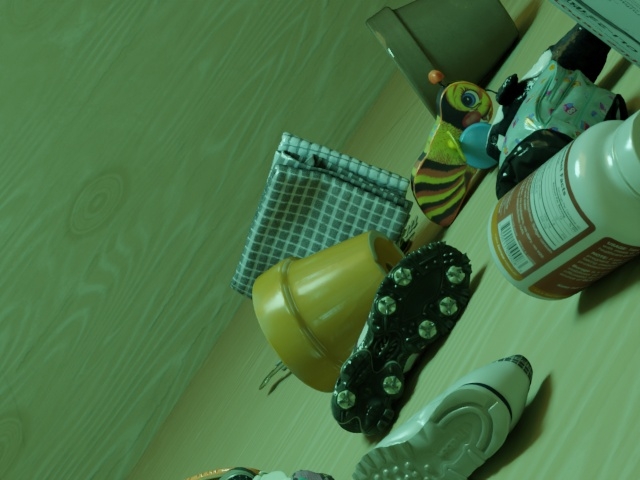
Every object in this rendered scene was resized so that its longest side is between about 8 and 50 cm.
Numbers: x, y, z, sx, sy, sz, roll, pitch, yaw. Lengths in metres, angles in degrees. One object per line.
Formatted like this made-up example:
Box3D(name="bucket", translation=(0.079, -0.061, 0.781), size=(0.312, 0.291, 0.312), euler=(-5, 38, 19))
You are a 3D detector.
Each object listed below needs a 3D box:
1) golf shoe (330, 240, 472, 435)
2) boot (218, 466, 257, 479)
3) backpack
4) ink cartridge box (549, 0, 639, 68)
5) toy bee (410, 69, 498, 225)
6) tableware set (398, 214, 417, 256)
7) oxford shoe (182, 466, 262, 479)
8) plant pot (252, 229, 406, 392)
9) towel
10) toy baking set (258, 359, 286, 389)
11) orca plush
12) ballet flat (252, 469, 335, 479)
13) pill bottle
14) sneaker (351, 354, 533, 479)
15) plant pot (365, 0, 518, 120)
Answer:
Box3D(name="golf shoe", translation=(0.093, 0.120, 1.556), size=(0.273, 0.105, 0.120), euler=(-56, 0, -10))
Box3D(name="boot", translation=(-0.166, 0.459, 1.765), size=(0.236, 0.085, 0.178), euler=(-55, 10, 8))
Box3D(name="backpack", translation=(0.276, -0.121, 1.401), size=(0.182, 0.115, 0.152), euler=(-58, 5, -39))
Box3D(name="ink cartridge box", translation=(0.345, -0.248, 1.202), size=(0.114, 0.197, 0.273), euler=(-55, 7, 6))
Box3D(name="toy bee", translation=(0.213, -0.182, 1.883), size=(0.298, 0.162, 0.195), euler=(-57, 6, -14))
Box3D(name="tableware set", translation=(0.124, 0.015, 2.097), size=(0.104, 0.024, 0.154), euler=(-51, 9, 29))
Box3D(name="oxford shoe", translation=(-0.208, 0.481, 1.936), size=(0.363, 0.130, 0.133), euler=(-43, 46, 31))
Box3D(name="plant pot", translation=(0.037, 0.086, 1.759), size=(0.188, 0.205, 0.205), euler=(-36, 15, 21))
Box3D(name="towel", translation=(0.000, 0.000, 1.925), size=(0.121, 0.235, 0.284), euler=(-62, -6, -58))
Box3D(name="toy baking set", translation=(-0.029, 0.187, 2.308), size=(0.256, 0.030, 0.197), euler=(-56, 5, -8))
Box3D(name="orca plush", translation=(0.335, -0.191, 1.578), size=(0.287, 0.102, 0.151), euler=(-43, -34, 14))
Box3D(name="ballet flat", translation=(-0.050, 0.334, 1.590), size=(0.077, 0.079, 0.221), euler=(-60, 9, -28))
Box3D(name="pill bottle", translation=(0.257, -0.035, 1.117), size=(0.216, 0.121, 0.121), euler=(-43, 14, 55))
Box3D(name="sneaker", translation=(0.121, 0.195, 1.182), size=(0.235, 0.090, 0.095), euler=(-44, 1, 41))
Box3D(name="plant pot", translation=(0.252, -0.384, 2.345), size=(0.229, 0.263, 0.263), euler=(-35, 10, 7))
